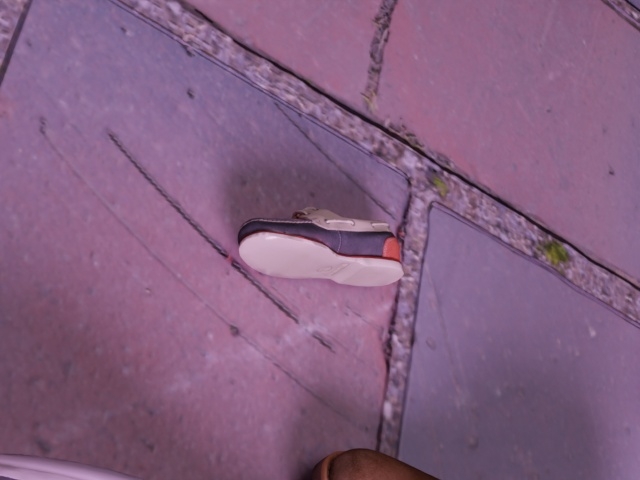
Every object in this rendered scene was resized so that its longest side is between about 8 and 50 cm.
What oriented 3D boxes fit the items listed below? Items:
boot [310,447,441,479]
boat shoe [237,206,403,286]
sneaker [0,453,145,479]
[{"bbox_3d":[0.138,0.197,0.729,0.305,0.115,0.112,31,30,-12],"label":"boot"},{"bbox_3d":[0.000,0.000,0.780,0.137,0.049,0.043,10,61,-39],"label":"boat shoe"},{"bbox_3d":[-0.073,0.238,0.556,0.321,0.124,0.180,36,50,-22],"label":"sneaker"}]
